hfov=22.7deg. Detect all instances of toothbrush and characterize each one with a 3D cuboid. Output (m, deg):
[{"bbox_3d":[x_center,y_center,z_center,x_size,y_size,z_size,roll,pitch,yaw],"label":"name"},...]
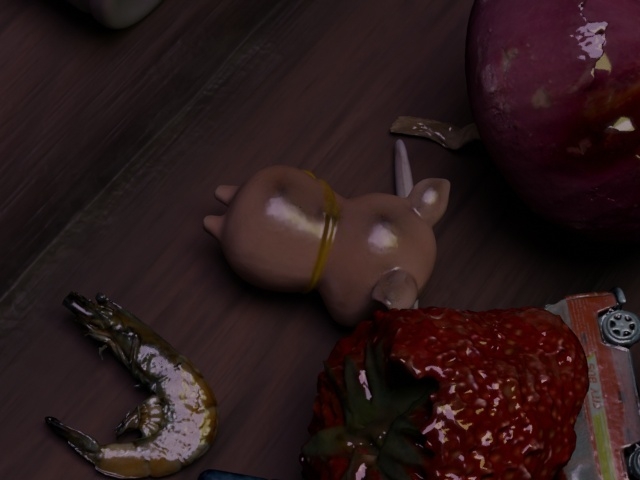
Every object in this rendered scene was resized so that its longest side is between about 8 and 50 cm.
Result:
[{"bbox_3d":[0.105,0.019,1.750,0.029,0.025,0.307,5,59,-16],"label":"toothbrush"}]

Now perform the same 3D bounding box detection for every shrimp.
[{"bbox_3d":[-0.205,0.149,1.608,0.150,0.051,0.217,-41,77,-20],"label":"shrimp"}]

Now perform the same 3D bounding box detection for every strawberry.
[{"bbox_3d":[0.123,0.182,1.539,0.257,0.261,0.261,7,55,-37],"label":"strawberry"}]

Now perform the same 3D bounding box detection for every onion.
[{"bbox_3d":[0.301,-0.163,1.755,0.358,0.345,0.358,7,70,-20],"label":"onion"}]

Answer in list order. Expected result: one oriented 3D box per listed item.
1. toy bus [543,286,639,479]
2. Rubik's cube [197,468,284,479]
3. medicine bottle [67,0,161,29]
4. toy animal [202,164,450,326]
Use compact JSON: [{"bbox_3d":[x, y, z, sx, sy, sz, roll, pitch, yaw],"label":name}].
[{"bbox_3d":[0.278,0.178,1.636,0.120,0.121,0.265,-5,60,-2],"label":"toy bus"},{"bbox_3d":[0.002,0.393,1.356,0.287,0.293,0.292,11,60,-3],"label":"Rubik's cube"},{"bbox_3d":[-0.307,-0.404,1.829,0.316,0.202,0.202,34,60,10],"label":"medicine bottle"},{"bbox_3d":[0.001,-0.003,1.683,0.248,0.149,0.165,12,72,11],"label":"toy animal"}]
